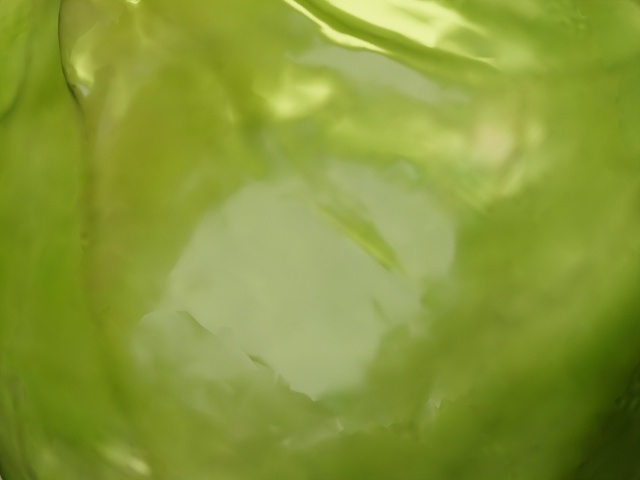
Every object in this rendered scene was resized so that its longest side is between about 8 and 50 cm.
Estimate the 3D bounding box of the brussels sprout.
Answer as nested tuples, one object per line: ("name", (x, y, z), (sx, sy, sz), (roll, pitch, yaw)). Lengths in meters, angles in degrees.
("brussels sprout", (0.000, 0.000, 0.655), (0.328, 0.247, 0.328), (-5, 75, 18))
